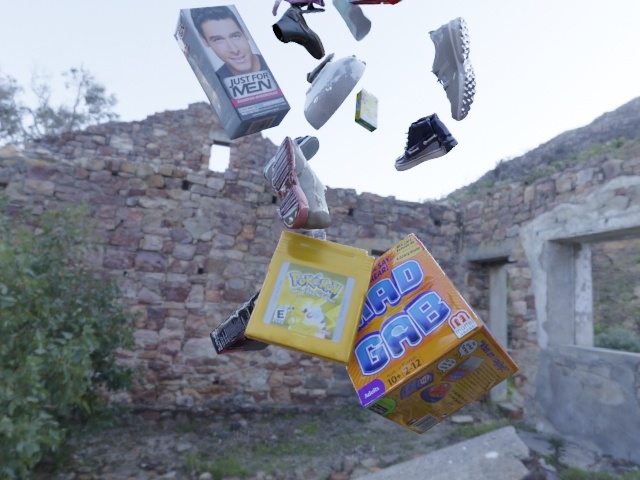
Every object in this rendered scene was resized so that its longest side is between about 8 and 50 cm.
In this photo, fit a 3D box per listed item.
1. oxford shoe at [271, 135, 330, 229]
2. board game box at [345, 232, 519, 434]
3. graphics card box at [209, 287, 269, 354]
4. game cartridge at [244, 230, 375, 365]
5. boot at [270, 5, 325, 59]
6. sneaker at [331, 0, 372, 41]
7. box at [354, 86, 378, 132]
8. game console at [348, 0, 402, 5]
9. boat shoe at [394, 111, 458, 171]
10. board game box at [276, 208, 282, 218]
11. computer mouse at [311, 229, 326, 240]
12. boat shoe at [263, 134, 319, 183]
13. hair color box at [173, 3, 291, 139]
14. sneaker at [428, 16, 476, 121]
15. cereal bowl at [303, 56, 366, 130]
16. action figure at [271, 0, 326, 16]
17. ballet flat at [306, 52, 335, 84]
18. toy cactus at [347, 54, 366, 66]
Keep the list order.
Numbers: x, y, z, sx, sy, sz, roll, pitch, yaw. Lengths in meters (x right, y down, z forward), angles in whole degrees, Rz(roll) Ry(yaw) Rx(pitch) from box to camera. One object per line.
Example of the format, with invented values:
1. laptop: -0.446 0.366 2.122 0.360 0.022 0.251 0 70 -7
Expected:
1. oxford shoe: -0.058 -0.164 1.231 0.130 0.349 0.123 10 -39 -30
2. board game box: 0.281 0.280 1.231 0.356 0.356 0.356 -38 -47 11
3. graphics card box: -0.174 0.258 1.437 0.371 0.094 0.232 -42 -30 21
4. game cartridge: -0.019 0.145 1.144 0.284 0.324 0.053 13 -26 8
5. boot: -0.081 -0.692 1.461 0.198 0.137 0.076 47 -34 -20
6. sneaker: 0.130 -0.956 1.769 0.094 0.151 0.256 -39 -13 12
7. box: 0.197 -0.558 1.780 0.105 0.179 0.043 23 -28 -32
8. game console: 0.272 -1.012 1.464 0.060 0.387 0.342 22 14 -38
9. boat shoe: 0.378 -0.387 1.652 0.158 0.127 0.340 54 -26 -12
10. board game box: -0.070 -0.084 1.428 0.133 0.033 0.169 10 23 -25
11. computer mouse: 0.000 0.000 2.180 0.105 0.193 0.042 -7 -4 18
12. boat shoe: -0.129 -0.330 1.706 0.091 0.115 0.302 18 46 42
13. hair color box: -0.268 -0.513 1.273 0.185 0.375 0.113 -27 -3 -33
14. sneaker: 0.385 -0.493 1.237 0.115 0.282 0.105 3 21 39
15. cereal bowl: 0.035 -0.644 1.788 0.141 0.339 0.339 36 -18 -14
16. action figure: -0.072 -1.017 1.500 0.275 0.371 0.248 -10 28 -6
17. ballet flat: -0.001 -0.958 2.314 0.058 0.250 0.084 35 -18 5
18. toy cactus: 0.161 -0.872 2.156 0.180 0.219 0.112 5 -38 48
